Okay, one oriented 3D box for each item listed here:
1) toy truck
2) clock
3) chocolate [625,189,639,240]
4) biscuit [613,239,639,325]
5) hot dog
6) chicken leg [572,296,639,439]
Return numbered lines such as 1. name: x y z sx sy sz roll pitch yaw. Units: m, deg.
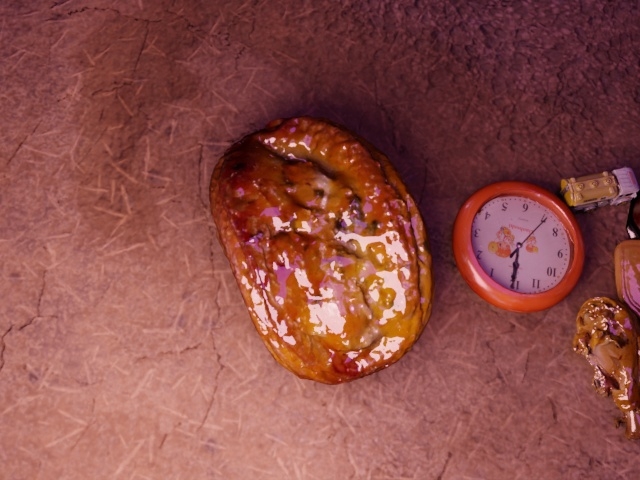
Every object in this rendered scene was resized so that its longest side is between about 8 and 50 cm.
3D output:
1. toy truck: 0.425 -0.078 1.395 0.123 0.063 0.052 -11 72 -11
2. clock: 0.294 0.008 1.352 0.205 0.051 0.205 3 71 -8
3. chocolate: 0.551 -0.050 1.394 0.125 0.080 0.149 43 69 9
4. biscuit: 0.527 0.088 1.368 0.142 0.029 0.220 -26 76 -16
5. hot dog: 0.000 0.000 1.250 0.267 0.174 0.387 -19 75 -11
6. chicken leg: 0.421 0.180 1.293 0.101 0.085 0.207 2 72 -53
